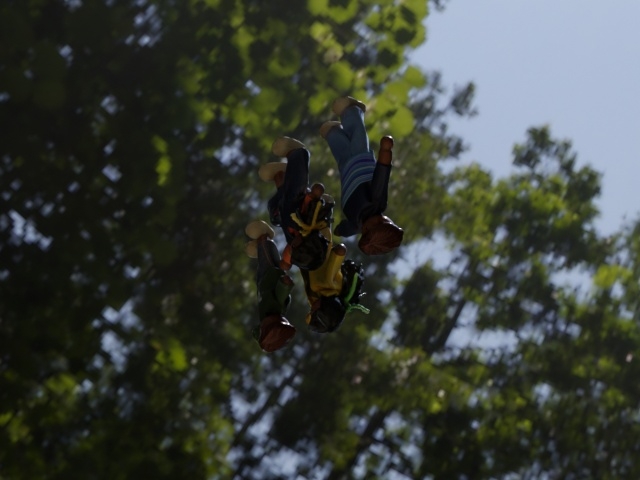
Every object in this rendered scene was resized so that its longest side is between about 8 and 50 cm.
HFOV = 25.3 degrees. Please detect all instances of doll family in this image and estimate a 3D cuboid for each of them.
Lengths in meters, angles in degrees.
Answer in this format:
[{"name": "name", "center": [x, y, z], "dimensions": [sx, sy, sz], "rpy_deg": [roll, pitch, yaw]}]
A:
[{"name": "doll family", "center": [0.000, 0.000, 0.911], "dimensions": [0.076, 0.111, 0.193], "rpy_deg": [0, -42, -11]}]
